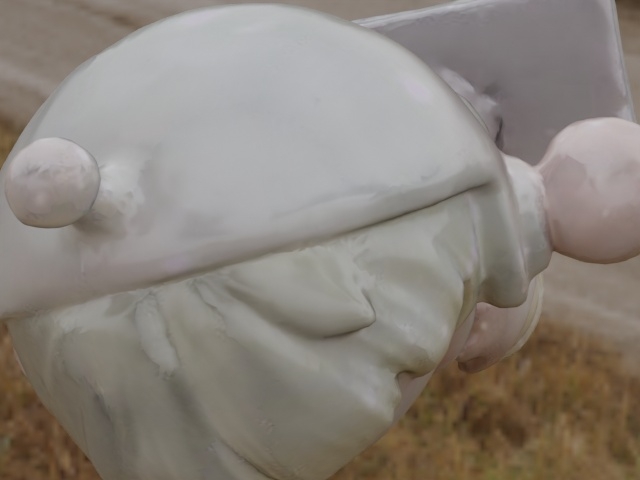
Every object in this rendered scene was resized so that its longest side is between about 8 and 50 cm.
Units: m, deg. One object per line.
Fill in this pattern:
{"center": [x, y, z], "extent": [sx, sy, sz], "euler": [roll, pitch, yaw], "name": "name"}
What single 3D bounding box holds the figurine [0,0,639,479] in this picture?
{"center": [0.004, -0.010, 0.486], "extent": [0.182, 0.144, 0.256], "euler": [11, 15, 15], "name": "figurine"}
